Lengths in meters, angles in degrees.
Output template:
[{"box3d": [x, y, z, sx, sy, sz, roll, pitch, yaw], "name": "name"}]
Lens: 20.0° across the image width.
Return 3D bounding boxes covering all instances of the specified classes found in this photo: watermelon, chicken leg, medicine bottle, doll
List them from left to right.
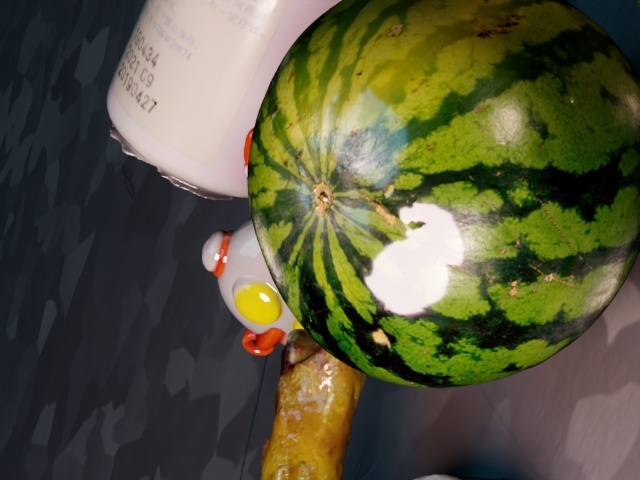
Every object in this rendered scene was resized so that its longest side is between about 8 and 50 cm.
[{"box3d": [-0.049, -0.241, 1.754, 0.378, 0.214, 0.213, -62, 27, 27], "name": "medicine bottle"}, {"box3d": [-0.022, 0.237, 1.351, 0.211, 0.140, 0.361, 159, 119, -72], "name": "chicken leg"}, {"box3d": [0.000, 0.000, 1.536, 0.336, 0.200, 0.105, 124, 163, -46], "name": "doll"}, {"box3d": [0.092, -0.045, 1.250, 0.285, 0.285, 0.285, -44, 39, 50], "name": "watermelon"}]

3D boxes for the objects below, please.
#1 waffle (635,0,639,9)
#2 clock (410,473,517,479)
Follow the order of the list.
[{"box3d": [0.201, -0.224, 1.211, 0.059, 0.237, 0.243, -27, 25, 6], "name": "waffle"}, {"box3d": [0.086, 0.324, 1.314, 0.319, 0.066, 0.319, -46, 36, 49], "name": "clock"}]
